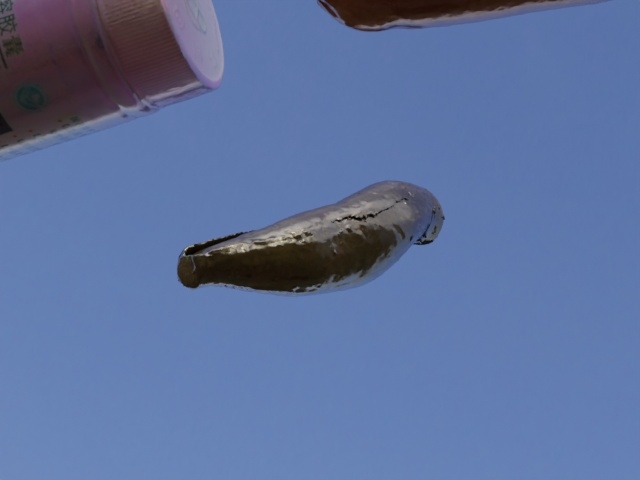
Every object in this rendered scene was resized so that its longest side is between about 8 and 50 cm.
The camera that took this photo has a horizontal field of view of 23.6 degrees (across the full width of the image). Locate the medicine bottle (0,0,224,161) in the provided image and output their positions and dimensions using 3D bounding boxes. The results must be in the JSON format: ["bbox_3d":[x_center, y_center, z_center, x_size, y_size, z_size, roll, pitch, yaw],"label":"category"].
[{"bbox_3d":[-0.223,-0.158,1.277,0.254,0.152,0.152,-17,-63,14],"label":"medicine bottle"}]

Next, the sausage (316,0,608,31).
[{"bbox_3d":[0.122,-0.228,1.202,0.259,0.113,0.113,-9,-60,2],"label":"sausage"}]

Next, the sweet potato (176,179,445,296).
[{"bbox_3d":[0.001,0.007,1.451,0.286,0.112,0.085,-20,-72,-28],"label":"sweet potato"}]
